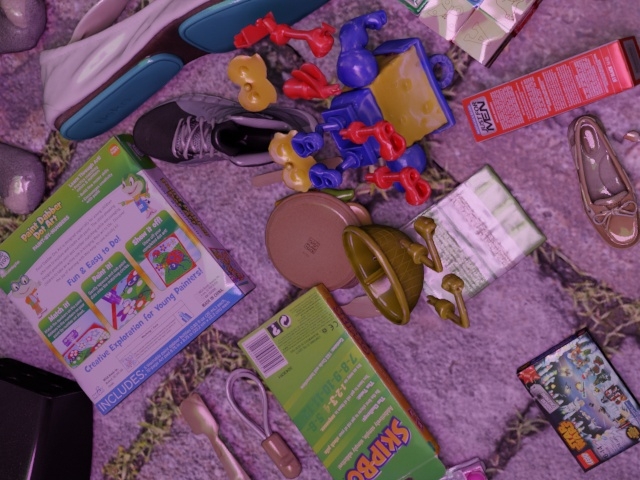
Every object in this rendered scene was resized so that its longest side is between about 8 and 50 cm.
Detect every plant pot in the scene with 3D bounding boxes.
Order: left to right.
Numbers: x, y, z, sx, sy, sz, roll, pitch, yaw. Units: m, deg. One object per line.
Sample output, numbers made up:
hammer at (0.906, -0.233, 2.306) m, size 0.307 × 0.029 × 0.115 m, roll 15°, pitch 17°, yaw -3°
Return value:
plant pot at (-0.382, 0.244, 1.170) m, size 0.187 × 0.188 × 0.167 m, roll 18°, pitch 89°, yaw 11°

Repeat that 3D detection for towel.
towel at (0.162, 0.001, 1.081) m, size 0.152 × 0.023 × 0.113 m, roll -38°, pitch 91°, yaw 13°

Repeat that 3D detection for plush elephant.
plush elephant at (-0.502, -0.178, 1.087) m, size 0.330 × 0.255 × 0.272 m, roll 12°, pitch 101°, yaw 12°

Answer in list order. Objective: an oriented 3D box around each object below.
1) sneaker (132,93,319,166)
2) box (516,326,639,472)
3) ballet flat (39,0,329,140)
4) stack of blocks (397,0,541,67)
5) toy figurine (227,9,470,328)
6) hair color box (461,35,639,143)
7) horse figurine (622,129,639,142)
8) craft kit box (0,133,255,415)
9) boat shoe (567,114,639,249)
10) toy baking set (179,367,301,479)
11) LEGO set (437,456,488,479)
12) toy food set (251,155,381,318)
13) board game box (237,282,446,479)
sneaker at (-0.121, -0.122, 1.069) m, size 0.229 × 0.132 × 0.086 m, roll 1°, pitch 98°, yaw 13°
box at (0.296, 0.179, 1.069) m, size 0.094 × 0.027 × 0.137 m, roll -36°, pitch 89°, yaw 16°
ballet flat at (-0.163, -0.254, 1.071) m, size 0.400 × 0.139 × 0.139 m, roll -27°, pitch 91°, yaw 18°
stack of blocks at (0.111, -0.339, 1.006) m, size 0.297 × 0.087 × 0.171 m, roll 39°, pitch 105°, yaw 5°
toy figurine at (0.094, -0.112, 0.995) m, size 0.191 × 0.217 × 0.362 m, roll -1°, pitch 124°, yaw 53°
hair color box at (0.241, -0.154, 0.980) m, size 0.167 × 0.093 × 0.053 m, roll -17°, pitch 95°, yaw 31°
horse figurine at (0.428, -0.170, 0.968) m, size 0.174 × 0.066 × 0.263 m, roll 22°, pitch 105°, yaw 17°
craft kit box at (-0.249, 0.043, 1.166) m, size 0.250 × 0.061 × 0.246 m, roll -40°, pitch 90°, yaw 15°
boat shoe at (0.303, -0.061, 1.021) m, size 0.056 × 0.048 × 0.153 m, roll -16°, pitch 94°, yaw 15°
toy baking set at (-0.039, 0.250, 1.160) m, size 0.256 × 0.030 × 0.196 m, roll -4°, pitch 91°, yaw 8°
LEGO set at (0.195, 0.400, 1.084) m, size 0.132 × 0.107 × 0.287 m, roll -32°, pitch 90°, yaw 16°
toy food set at (0.000, 0.000, 1.113) m, size 0.132 × 0.038 × 0.192 m, roll -9°, pitch 104°, yaw 20°
board game box at (0.027, 0.189, 1.106) m, size 0.124 × 0.039 × 0.259 m, roll -36°, pitch 85°, yaw 19°
